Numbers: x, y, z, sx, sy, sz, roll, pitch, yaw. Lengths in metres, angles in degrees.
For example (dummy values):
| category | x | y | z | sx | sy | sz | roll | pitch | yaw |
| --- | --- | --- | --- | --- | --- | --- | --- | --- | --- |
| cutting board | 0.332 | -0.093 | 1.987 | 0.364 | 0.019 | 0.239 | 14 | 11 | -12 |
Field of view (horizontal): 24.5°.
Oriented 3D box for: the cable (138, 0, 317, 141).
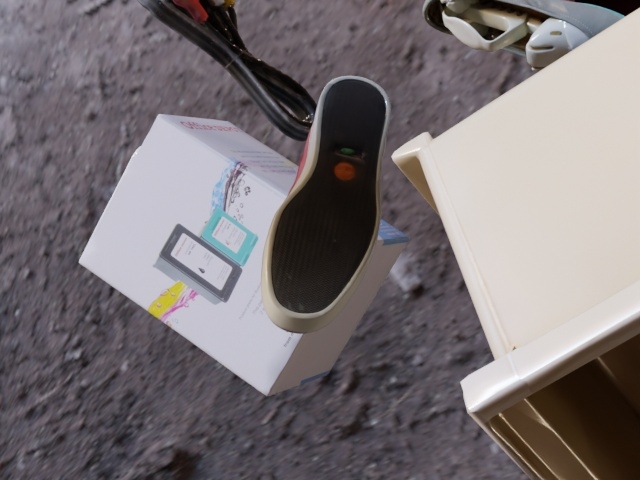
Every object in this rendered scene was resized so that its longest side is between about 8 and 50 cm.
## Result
| category | x | y | z | sx | sy | sz | roll | pitch | yaw |
| --- | --- | --- | --- | --- | --- | --- | --- | --- | --- |
| cable | -0.101 | -0.230 | 1.642 | 0.287 | 0.072 | 0.139 | 49 | 31 | 4 |

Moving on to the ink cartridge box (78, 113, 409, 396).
| category | x | y | z | sx | sy | sz | roll | pitch | yaw |
| --- | --- | --- | --- | --- | --- | --- | --- | --- | --- |
| ink cartridge box | -0.083 | 0.010 | 1.653 | 0.270 | 0.198 | 0.197 | 34 | 103 | 16 |

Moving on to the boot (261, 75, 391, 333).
| category | x | y | z | sx | sy | sz | roll | pitch | yaw |
| --- | --- | --- | --- | --- | --- | --- | --- | --- | --- |
| boot | 0.000 | 0.000 | 1.299 | 0.088 | 0.176 | 0.244 | 17 | 59 | -1 |

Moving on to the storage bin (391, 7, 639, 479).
| category | x | y | z | sx | sy | sz | roll | pitch | yaw |
| --- | --- | --- | --- | --- | --- | --- | --- | --- | --- |
| storage bin | 0.203 | 0.013 | 0.470 | 0.262 | 0.123 | 0.260 | -33 | 129 | 13 |

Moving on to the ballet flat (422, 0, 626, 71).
| category | x | y | z | sx | sy | sz | roll | pitch | yaw |
| --- | --- | --- | --- | --- | --- | --- | --- | --- | --- |
| ballet flat | 0.184 | -0.179 | 1.294 | 0.213 | 0.072 | 0.068 | 25 | 54 | 31 |

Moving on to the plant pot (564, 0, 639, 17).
| category | x | y | z | sx | sy | sz | roll | pitch | yaw |
| --- | --- | --- | --- | --- | --- | --- | --- | --- | --- |
| plant pot | 0.375 | -0.358 | 1.850 | 0.201 | 0.180 | 0.201 | -5 | 118 | -10 |
